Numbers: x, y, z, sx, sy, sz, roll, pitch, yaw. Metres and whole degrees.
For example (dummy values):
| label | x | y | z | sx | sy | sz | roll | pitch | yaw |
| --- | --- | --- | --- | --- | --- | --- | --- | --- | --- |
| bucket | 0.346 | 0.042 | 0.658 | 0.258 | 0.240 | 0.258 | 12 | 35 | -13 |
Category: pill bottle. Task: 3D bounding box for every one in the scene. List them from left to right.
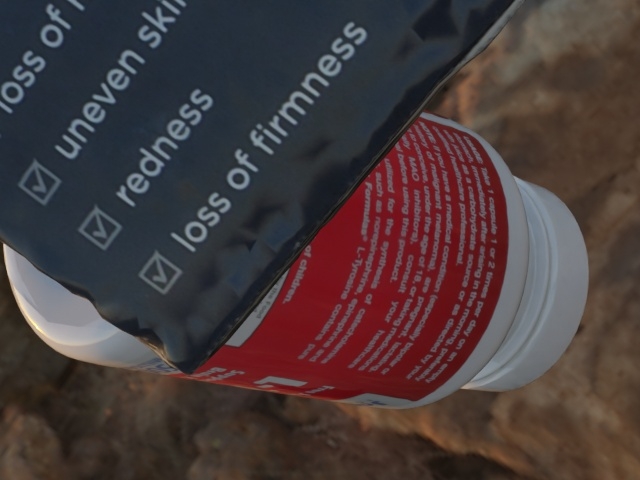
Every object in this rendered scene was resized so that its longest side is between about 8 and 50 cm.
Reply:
| label | x | y | z | sx | sy | sz | roll | pitch | yaw |
| --- | --- | --- | --- | --- | --- | --- | --- | --- | --- |
| pill bottle | 0.000 | 0.000 | 1.130 | 0.229 | 0.408 | 0.229 | -17 | 67 | 45 |

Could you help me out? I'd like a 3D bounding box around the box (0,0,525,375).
| label | x | y | z | sx | sy | sz | roll | pitch | yaw |
| --- | --- | --- | --- | --- | --- | --- | --- | --- | --- |
| box | -0.081 | -0.296 | 0.624 | 0.480 | 0.472 | 0.297 | -49 | 11 | 24 |
